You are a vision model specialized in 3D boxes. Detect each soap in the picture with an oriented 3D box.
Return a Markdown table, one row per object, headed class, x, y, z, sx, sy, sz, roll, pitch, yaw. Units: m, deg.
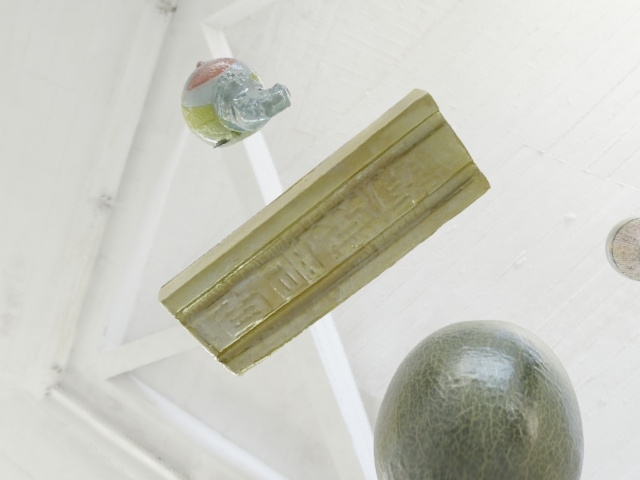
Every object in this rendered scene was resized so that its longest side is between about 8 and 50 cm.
| class | x | y | z | sx | sy | sz | roll | pitch | yaw |
| --- | --- | --- | --- | --- | --- | --- | --- | --- | --- |
| soap | 0.000 | 0.000 | 0.495 | 0.252 | 0.037 | 0.092 | -38 | -69 | 7 |

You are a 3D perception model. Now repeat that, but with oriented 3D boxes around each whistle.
| class | x | y | z | sx | sy | sz | roll | pitch | yaw |
| --- | --- | --- | --- | --- | --- | --- | --- | --- | --- |
| whistle | -0.109 | -0.182 | 0.840 | 0.223 | 0.123 | 0.122 | 16 | -76 | 59 |

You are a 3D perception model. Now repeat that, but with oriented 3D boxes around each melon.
| class | x | y | z | sx | sy | sz | roll | pitch | yaw |
| --- | --- | --- | --- | --- | --- | --- | --- | --- | --- |
| melon | 0.188 | 0.227 | 0.790 | 0.238 | 0.301 | 0.237 | 12 | -53 | 16 |

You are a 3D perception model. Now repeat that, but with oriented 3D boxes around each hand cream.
| class | x | y | z | sx | sy | sz | roll | pitch | yaw |
| --- | --- | --- | --- | --- | --- | --- | --- | --- | --- |
| hand cream | 0.371 | 0.013 | 0.732 | 0.084 | 0.203 | 0.083 | 1 | -87 | 17 |
